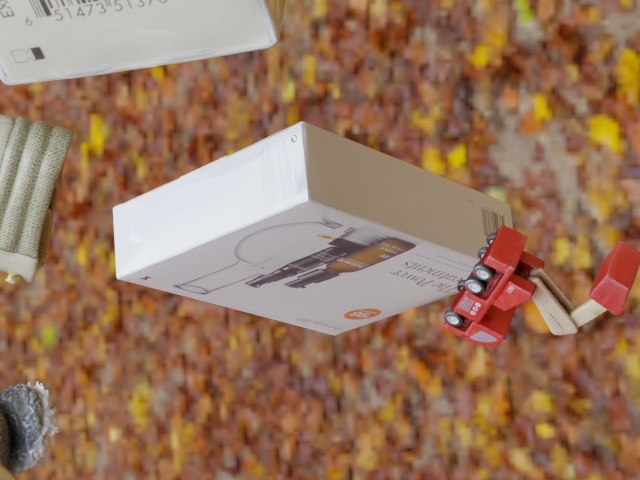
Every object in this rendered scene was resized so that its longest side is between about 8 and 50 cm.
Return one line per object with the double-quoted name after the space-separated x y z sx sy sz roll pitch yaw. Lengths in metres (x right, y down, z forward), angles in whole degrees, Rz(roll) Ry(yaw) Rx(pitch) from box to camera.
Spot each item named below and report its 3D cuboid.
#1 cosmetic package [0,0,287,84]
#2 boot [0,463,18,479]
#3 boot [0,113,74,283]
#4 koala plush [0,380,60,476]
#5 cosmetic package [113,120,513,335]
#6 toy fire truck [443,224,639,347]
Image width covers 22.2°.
-0.089 -0.228 0.849 0.296 0.153 0.129 -83 -21 -46 "cosmetic package"
-0.261 0.164 0.974 0.104 0.295 0.211 -53 2 -21 "boot"
-0.237 -0.008 0.923 0.077 0.165 0.213 -86 19 -46 "boot"
-0.320 0.219 1.393 0.203 0.196 0.221 -149 71 -68 "koala plush"
0.000 0.000 1.837 0.284 0.377 0.097 -19 66 37 "cosmetic package"
0.204 0.050 1.521 0.047 0.135 0.192 -62 -2 -36 "toy fire truck"
